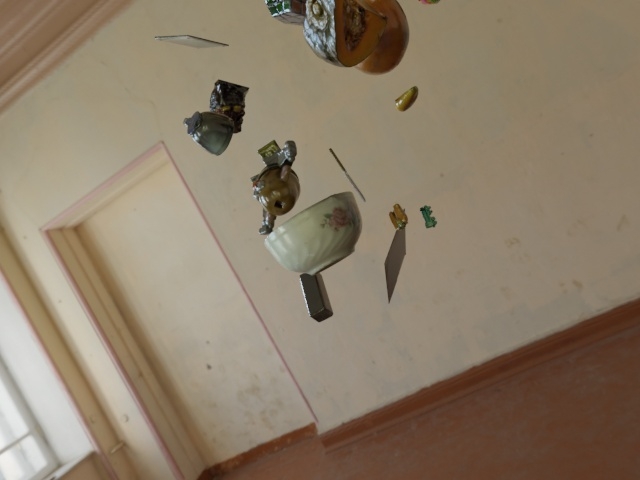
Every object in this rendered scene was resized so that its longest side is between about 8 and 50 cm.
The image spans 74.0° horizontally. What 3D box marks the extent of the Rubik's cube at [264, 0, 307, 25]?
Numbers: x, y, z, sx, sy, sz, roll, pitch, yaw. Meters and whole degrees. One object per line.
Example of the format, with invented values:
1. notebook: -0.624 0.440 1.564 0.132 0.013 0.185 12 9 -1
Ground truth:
1. Rubik's cube: -0.100 -1.064 1.778 0.319 0.263 0.319 -50 21 28

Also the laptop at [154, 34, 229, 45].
1. laptop: -0.542 -0.847 1.811 0.187 0.015 0.269 9 18 24

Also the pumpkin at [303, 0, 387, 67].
1. pumpkin: 0.061 -0.561 1.025 0.190 0.139 0.281 -39 -18 -14

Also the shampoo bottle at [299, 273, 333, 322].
1. shampoo bottle: -0.023 0.210 1.747 0.079 0.246 0.080 -29 -41 13

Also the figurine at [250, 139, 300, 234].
1. figurine: -0.153 -0.189 1.455 0.166 0.343 0.285 -9 38 -9

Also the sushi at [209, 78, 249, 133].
1. sushi: -0.367 -0.504 1.671 0.153 0.151 0.172 -3 -14 -46

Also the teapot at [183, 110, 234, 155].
1. teapot: -0.304 -0.307 1.143 0.108 0.149 0.111 21 -58 -38

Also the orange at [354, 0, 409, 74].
1. orange: 0.160 -0.614 1.258 0.171 0.240 0.240 -26 -2 -25

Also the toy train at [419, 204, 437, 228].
1. toy train: 0.397 -0.087 1.571 0.045 0.092 0.029 -13 -20 -17

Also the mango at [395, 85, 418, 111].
1. mango: 0.415 -0.674 2.024 0.101 0.066 0.187 -25 -8 -20

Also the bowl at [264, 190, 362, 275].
1. bowl: 0.000 0.000 1.129 0.276 0.145 0.277 -28 -6 -3

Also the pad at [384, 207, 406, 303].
1. pad: 0.299 0.073 1.680 0.368 0.007 0.248 69 -140 -58

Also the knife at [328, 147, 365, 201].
1. knife: 0.106 -0.259 1.704 0.022 0.256 0.046 -34 9 11

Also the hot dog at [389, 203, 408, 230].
1. hot dog: 0.158 -0.046 0.847 0.037 0.021 0.083 -60 19 26

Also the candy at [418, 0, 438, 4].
1. candy: 0.276 -0.875 1.467 0.365 0.124 0.124 23 39 39
